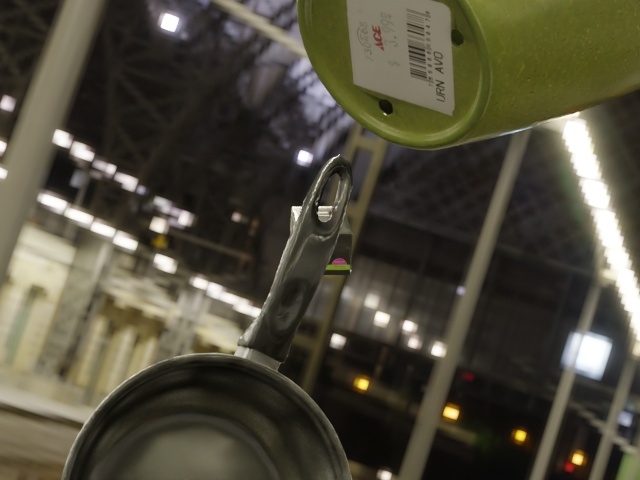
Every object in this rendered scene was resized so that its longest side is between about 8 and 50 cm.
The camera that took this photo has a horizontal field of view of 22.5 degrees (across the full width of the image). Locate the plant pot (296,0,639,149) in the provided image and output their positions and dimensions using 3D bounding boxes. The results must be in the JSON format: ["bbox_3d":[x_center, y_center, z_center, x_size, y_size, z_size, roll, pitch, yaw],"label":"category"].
[{"bbox_3d":[0.128,-0.185,0.992,0.275,0.293,0.274,25,-45,28],"label":"plant pot"}]

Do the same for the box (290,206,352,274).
[{"bbox_3d":[0.000,0.000,1.798,0.062,0.052,0.083,-1,22,-8],"label":"box"}]

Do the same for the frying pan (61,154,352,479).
[{"bbox_3d":[-0.072,0.105,1.002,0.197,0.326,0.053,3,-9,-27],"label":"frying pan"}]
